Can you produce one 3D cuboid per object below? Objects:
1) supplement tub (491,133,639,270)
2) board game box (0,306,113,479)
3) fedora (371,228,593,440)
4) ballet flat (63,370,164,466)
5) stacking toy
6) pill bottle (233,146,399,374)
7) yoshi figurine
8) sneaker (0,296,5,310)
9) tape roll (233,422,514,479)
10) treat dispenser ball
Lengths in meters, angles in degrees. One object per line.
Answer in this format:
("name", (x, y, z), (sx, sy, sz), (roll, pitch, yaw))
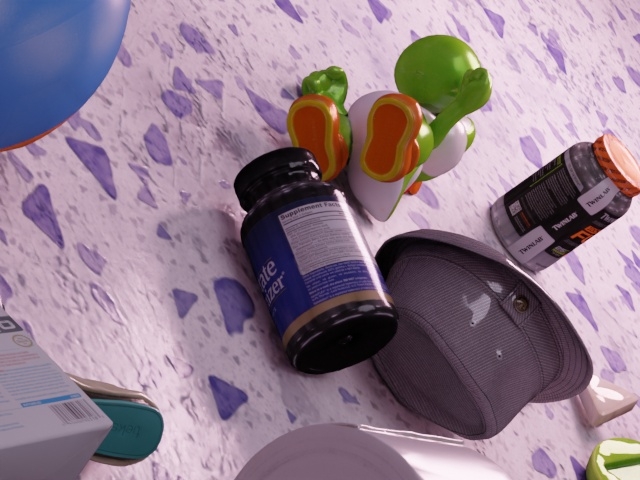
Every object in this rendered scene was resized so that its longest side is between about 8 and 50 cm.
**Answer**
("supplement tub", (0.331, -0.053, 2.627), (0.117, 0.190, 0.117), (39, 30, -27))
("board game box", (-0.326, 0.073, 1.367), (0.303, 0.097, 0.224), (44, 21, 22))
("fedora", (0.149, 0.120, 2.125), (0.275, 0.244, 0.124), (54, 54, -23))
("ballet flat", (-0.231, 0.133, 1.583), (0.248, 0.086, 0.086), (26, 36, -50))
("stacking toy", (0.435, 0.315, 2.501), (0.280, 0.130, 0.309), (15, 35, -15))
("pill bottle", (-0.011, 0.017, 2.039), (0.123, 0.123, 0.219), (17, 43, -52))
("yoshi figurine", (0.100, -0.167, 2.385), (0.203, 0.203, 0.362), (51, 22, 9))
("sneaker", (-0.340, 0.004, 1.550), (0.223, 0.083, 0.098), (52, 30, -4))
("tape roll", (0.047, 0.283, 1.664), (0.169, 0.246, 0.246), (15, 45, -52))
("treat dispenser ball", (-0.301, -0.211, 1.640), (0.288, 0.288, 0.288), (40, 29, -27))
